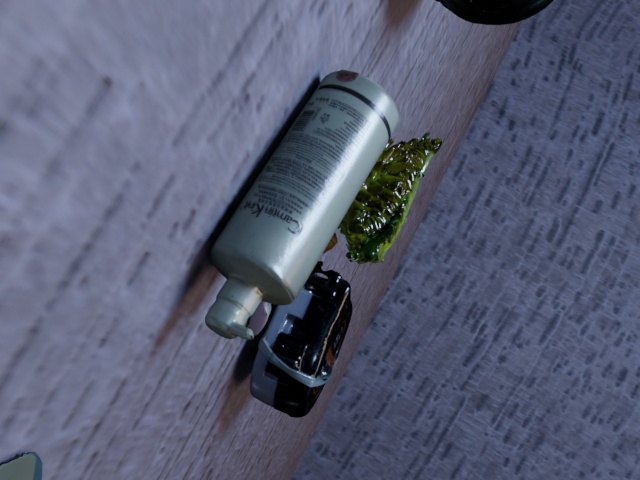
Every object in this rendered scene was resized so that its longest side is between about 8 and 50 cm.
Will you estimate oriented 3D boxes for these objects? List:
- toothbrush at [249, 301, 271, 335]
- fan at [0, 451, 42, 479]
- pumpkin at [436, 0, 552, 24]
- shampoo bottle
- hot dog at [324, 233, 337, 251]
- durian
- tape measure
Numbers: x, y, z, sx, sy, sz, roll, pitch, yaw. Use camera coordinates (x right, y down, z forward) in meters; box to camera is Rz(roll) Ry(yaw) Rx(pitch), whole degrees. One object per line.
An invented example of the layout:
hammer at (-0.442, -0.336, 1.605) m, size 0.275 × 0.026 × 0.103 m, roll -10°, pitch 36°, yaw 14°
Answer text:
toothbrush at (-0.036, -0.003, 0.807) m, size 0.027 × 0.021 × 0.269 m, roll -70°, pitch -179°, yaw -64°
fan at (-0.205, 0.160, 0.431) m, size 0.113 × 0.005 × 0.175 m, roll -49°, pitch 163°, yaw -51°
pumpkin at (0.202, -0.342, 0.767) m, size 0.233 × 0.163 × 0.233 m, roll -60°, pitch 166°, yaw -25°
shampoo bottle at (-0.022, -0.030, 0.638) m, size 0.262 × 0.085 × 0.085 m, roll -59°, pitch 168°, yaw -23°
hot dog at (0.000, -0.001, 0.958) m, size 0.044 × 0.028 × 0.137 m, roll -39°, pitch 171°, yaw 11°
durian at (0.076, -0.065, 0.955) m, size 0.375 × 0.106 × 0.132 m, roll -52°, pitch 166°, yaw -51°
tape measure at (-0.026, 0.136, 0.956) m, size 0.182 × 0.107 × 0.181 m, roll 84°, pitch 31°, yaw -70°
